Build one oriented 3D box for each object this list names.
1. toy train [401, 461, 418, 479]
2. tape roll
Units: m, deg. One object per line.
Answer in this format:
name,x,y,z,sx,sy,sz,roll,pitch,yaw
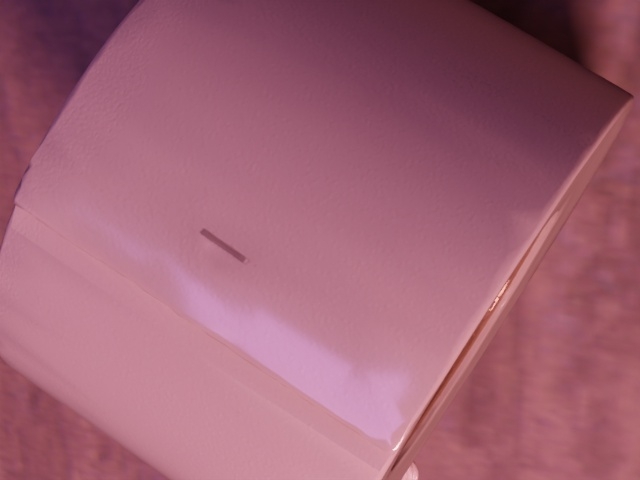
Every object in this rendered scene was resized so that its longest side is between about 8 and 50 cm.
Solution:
toy train,0.008,0.153,0.693,0.125,0.046,0.166,36,127,22
tape roll,0.000,0.000,0.514,0.169,0.246,0.246,33,123,12
